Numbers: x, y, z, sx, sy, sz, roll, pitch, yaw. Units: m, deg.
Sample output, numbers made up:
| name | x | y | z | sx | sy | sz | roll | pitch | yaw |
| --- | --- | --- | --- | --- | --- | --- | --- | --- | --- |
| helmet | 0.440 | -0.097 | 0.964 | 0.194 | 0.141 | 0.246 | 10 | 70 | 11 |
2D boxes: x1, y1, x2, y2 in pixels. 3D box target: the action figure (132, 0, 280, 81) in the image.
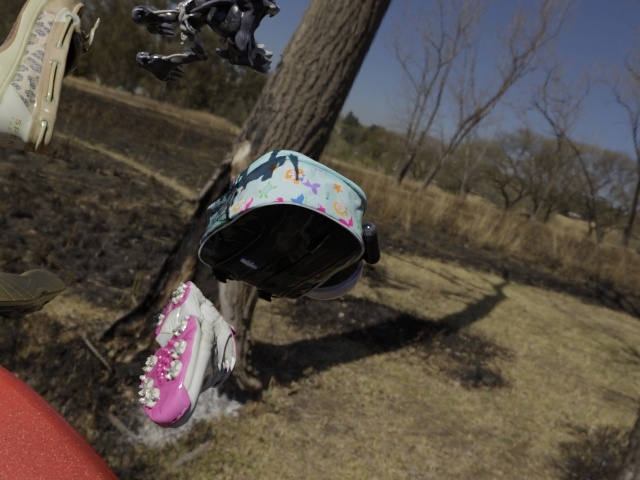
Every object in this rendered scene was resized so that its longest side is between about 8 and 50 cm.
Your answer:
| name | x | y | z | sx | sy | sz | roll | pitch | yaw |
| --- | --- | --- | --- | --- | --- | --- | --- | --- | --- |
| action figure | -0.138 | -0.309 | 0.837 | 0.275 | 0.164 | 0.141 | -1 | 14 | 38 |

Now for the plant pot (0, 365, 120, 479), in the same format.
| name | x | y | z | sx | sy | sz | roll | pitch | yaw |
| --- | --- | --- | --- | --- | --- | --- | --- | --- | --- |
| plant pot | -0.233 | 0.286 | 0.408 | 0.235 | 0.267 | 0.267 | 8 | 27 | 29 |

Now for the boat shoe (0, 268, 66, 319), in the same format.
| name | x | y | z | sx | sy | sz | roll | pitch | yaw |
| --- | --- | --- | --- | --- | --- | --- | --- | --- | --- |
| boat shoe | -0.515 | 0.099 | 1.009 | 0.080 | 0.073 | 0.223 | 36 | 6 | 5 |

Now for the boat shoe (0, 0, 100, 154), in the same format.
| name | x | y | z | sx | sy | sz | roll | pitch | yaw |
| --- | --- | --- | --- | --- | --- | --- | --- | --- | --- |
| boat shoe | -0.326 | -0.204 | 0.712 | 0.089 | 0.104 | 0.285 | 22 | 47 | -21 |

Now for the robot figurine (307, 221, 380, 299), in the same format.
| name | x | y | z | sx | sy | sz | roll | pitch | yaw |
| --- | --- | --- | --- | --- | --- | --- | --- | --- | --- |
| robot figurine | -0.001 | -0.002 | 1.273 | 0.173 | 0.278 | 0.209 | -33 | 44 | -20 |

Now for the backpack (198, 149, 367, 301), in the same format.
| name | x | y | z | sx | sy | sz | roll | pitch | yaw |
| --- | --- | --- | --- | --- | --- | --- | --- | --- | --- |
| backpack | -0.049 | -0.030 | 0.973 | 0.225 | 0.191 | 0.253 | 28 | -34 | -26 |

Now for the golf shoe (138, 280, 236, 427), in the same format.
| name | x | y | z | sx | sy | sz | roll | pitch | yaw |
| --- | --- | --- | --- | --- | --- | --- | --- | --- | --- |
| golf shoe | -0.173 | 0.169 | 0.867 | 0.140 | 0.115 | 0.306 | 40 | 12 | -20 |
